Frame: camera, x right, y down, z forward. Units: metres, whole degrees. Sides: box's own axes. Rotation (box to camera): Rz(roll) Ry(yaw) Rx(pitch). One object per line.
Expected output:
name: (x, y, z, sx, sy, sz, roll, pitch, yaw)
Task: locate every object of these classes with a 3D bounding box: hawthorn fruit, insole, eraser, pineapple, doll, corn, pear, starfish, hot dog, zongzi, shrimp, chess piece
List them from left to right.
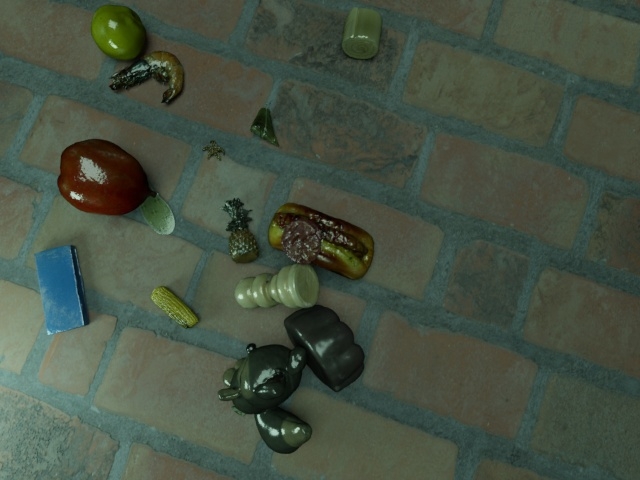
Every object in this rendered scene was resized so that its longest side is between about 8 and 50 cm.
eraser: (-0.963, 0.181, 1.613, 0.144, 0.042, 0.311, -15, 83, -1)
hawthorn fruit: (-0.776, -0.216, 1.544, 0.312, 0.295, 0.295, 32, 83, 14)
pear: (-0.777, -0.801, 1.671, 0.199, 0.198, 0.198, 0, 83, 0)
insole: (-0.664, -0.160, 1.677, 0.109, 0.007, 0.322, -31, 85, -5)
shrimp: (-0.677, -0.624, 1.712, 0.291, 0.054, 0.222, -26, 84, -7)
corn: (-0.536, 0.247, 1.594, 0.203, 0.072, 0.072, 40, 84, 4)
starfish: (-0.420, -0.353, 1.693, 0.091, 0.028, 0.078, 10, 85, 6)
pineapple: (-0.301, -0.043, 1.623, 0.125, 0.125, 0.251, -17, 73, -3)
zongzi: (-0.193, -0.462, 1.709, 0.131, 0.062, 0.154, 28, 66, -17)
chess piece: (-0.170, 0.176, 1.527, 0.300, 0.167, 0.166, -13, 82, 28)
doll: (-0.135, 0.509, 1.450, 0.378, 0.382, 0.252, 45, 51, -9)
hot dog: (0.001, -0.002, 1.555, 0.406, 0.223, 0.185, 22, 85, 3)

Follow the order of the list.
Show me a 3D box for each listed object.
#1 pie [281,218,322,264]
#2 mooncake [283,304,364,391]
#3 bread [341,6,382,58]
pie: (-0.062, 0.002, 1.429, 0.155, 0.036, 0.154, 0, 91, 19)
mooncake: (0.015, 0.356, 1.469, 0.154, 0.306, 0.306, -30, 84, -18)
bread: (0.164, -0.813, 1.704, 0.148, 0.134, 0.141, 11, 78, -11)
